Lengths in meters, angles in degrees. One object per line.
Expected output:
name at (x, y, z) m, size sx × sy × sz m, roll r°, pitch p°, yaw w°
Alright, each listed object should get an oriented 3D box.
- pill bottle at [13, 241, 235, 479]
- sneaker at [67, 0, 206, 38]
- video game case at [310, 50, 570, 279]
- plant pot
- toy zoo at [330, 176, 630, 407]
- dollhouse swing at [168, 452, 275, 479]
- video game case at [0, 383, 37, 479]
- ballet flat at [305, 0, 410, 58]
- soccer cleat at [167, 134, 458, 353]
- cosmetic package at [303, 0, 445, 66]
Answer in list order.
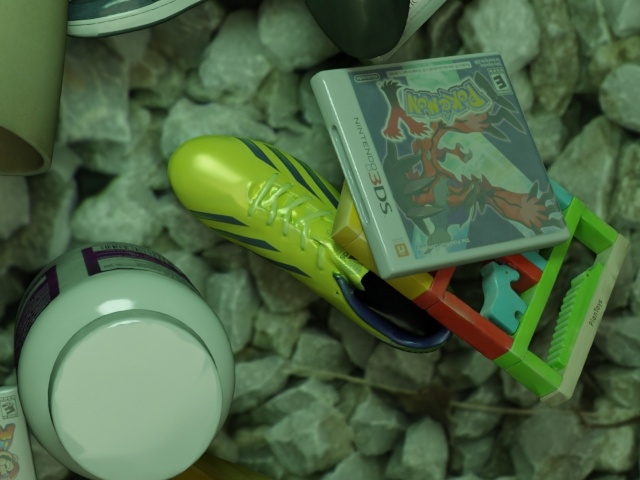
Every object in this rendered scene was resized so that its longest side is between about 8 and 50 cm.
pill bottle at (-0.158, 0.099, 1.448) m, size 0.169 × 0.301 × 0.169 m, roll -1°, pitch 97°, yaw -10°
sneaker at (-0.132, -0.271, 1.508) m, size 0.226 × 0.086 × 0.163 m, roll -26°, pitch 112°, yaw -16°
video game case at (0.104, -0.068, 1.540) m, size 0.201 × 0.023 × 0.183 m, roll -10°, pitch 74°, yaw -36°
plant pot at (-0.300, -0.221, 1.430) m, size 0.256 × 0.256 × 0.274 m, roll 17°, pitch 79°, yaw -12°
toy zoo at (0.126, -0.014, 1.568) m, size 0.293 × 0.030 × 0.192 m, roll 37°, pitch 52°, yaw -13°
dollhouse swing at (-0.038, 0.401, 1.582) m, size 0.305 × 0.315 × 0.347 m, roll 20°, pitch 94°, yaw -41°
video game case at (-0.327, 0.208, 1.576) m, size 0.157 × 0.019 × 0.143 m, roll -10°, pitch 99°, yaw -9°
ballet flat at (0.015, -0.290, 1.489) m, size 0.095 × 0.096 × 0.280 m, roll -9°, pitch 76°, yaw -4°
soccer cleat at (0.001, -0.001, 1.556) m, size 0.289 × 0.121 × 0.093 m, roll 34°, pitch 91°, yaw -12°
cosmetic package at (0.096, -0.267, 1.571) m, size 0.099 × 0.060 × 0.239 m, roll 44°, pitch 88°, yaw -11°
